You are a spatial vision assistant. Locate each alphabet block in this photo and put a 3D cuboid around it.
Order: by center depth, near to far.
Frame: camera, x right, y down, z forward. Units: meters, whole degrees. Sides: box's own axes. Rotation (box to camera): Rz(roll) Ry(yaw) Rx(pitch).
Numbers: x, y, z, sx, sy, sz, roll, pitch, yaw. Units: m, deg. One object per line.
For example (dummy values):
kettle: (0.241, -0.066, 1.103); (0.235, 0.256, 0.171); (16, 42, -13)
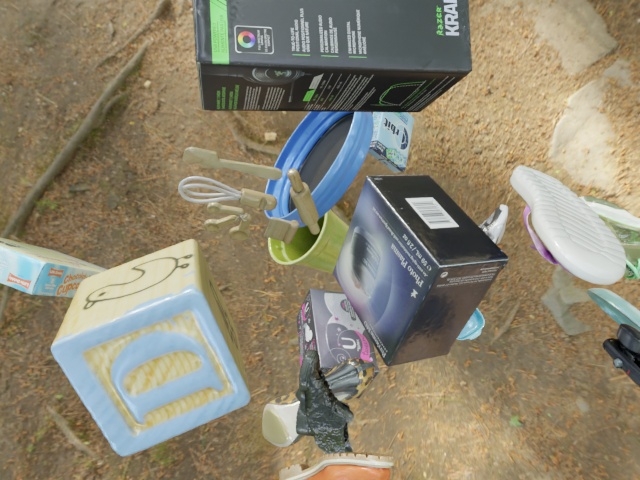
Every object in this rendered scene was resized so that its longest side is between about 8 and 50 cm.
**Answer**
alphabet block: (-0.226, 0.140, 0.693); (0.193, 0.197, 0.193); (-20, 113, -9)

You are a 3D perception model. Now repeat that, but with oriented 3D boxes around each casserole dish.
casserole dish: (0.401, 0.213, 1.454); (0.114, 0.037, 0.188); (-30, 67, -10)

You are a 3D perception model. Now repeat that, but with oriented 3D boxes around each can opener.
can opener: (0.537, 0.217, 0.817); (0.059, 0.186, 0.073); (-11, 115, 8)

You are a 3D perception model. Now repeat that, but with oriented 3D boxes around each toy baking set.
toy baking set: (-0.107, -0.055, 0.761); (0.197, 0.256, 0.030); (-6, 58, 5)

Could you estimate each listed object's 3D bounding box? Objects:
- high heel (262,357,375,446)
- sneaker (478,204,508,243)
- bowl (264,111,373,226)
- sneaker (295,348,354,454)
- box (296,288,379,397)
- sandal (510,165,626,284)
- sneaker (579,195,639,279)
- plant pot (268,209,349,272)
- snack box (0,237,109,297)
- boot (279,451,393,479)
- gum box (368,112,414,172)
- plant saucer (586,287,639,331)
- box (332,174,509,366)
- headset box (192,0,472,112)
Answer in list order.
high heel: (-0.004, 0.323, 0.967); (0.093, 0.186, 0.261); (59, 137, 23)
sneaker: (0.473, -0.016, 1.514); (0.153, 0.101, 0.268); (23, 71, 25)
bowl: (-0.009, -0.209, 1.274); (0.077, 0.391, 0.390); (30, 86, -26)
sneaker: (0.012, 0.248, 0.733); (0.089, 0.051, 0.170); (9, 105, 13)
box: (0.039, 0.269, 1.290); (0.164, 0.142, 0.247); (9, 43, -17)
sandal: (0.458, -0.020, 0.944); (0.170, 0.416, 0.102); (21, 121, -1)
sneaker: (0.750, 0.046, 1.154); (0.410, 0.158, 0.182); (27, 68, 42)
plant pot: (0.000, 0.000, 1.731); (0.276, 0.254, 0.275); (-24, 53, 35)
snack box: (-0.511, 0.054, 0.912); (0.187, 0.322, 0.060); (19, 82, 6)
boot: (0.017, 0.252, 0.469); (0.158, 0.059, 0.084); (-43, 40, 40)
gum box: (0.210, -0.319, 1.458); (0.041, 0.157, 0.184); (-2, 70, 42)
plant saucer: (0.985, 0.256, 1.533); (0.043, 0.318, 0.317); (-47, 73, 9)
box: (0.190, 0.060, 1.058); (0.183, 0.293, 0.296); (-5, 41, -26)
headset box: (-0.009, -0.272, 0.509); (0.283, 0.131, 0.246); (-2, 86, -12)
